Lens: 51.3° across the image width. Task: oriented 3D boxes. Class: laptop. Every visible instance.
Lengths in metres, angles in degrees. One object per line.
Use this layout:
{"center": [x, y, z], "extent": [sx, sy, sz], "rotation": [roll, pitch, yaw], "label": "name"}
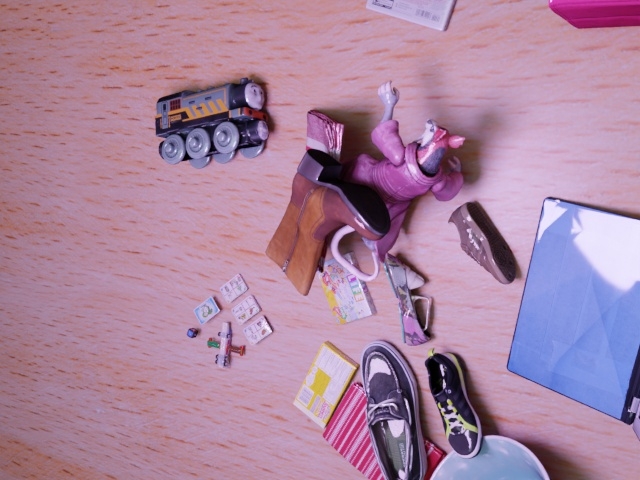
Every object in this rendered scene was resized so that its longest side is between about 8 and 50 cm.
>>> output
{"center": [0.497, 0.160, 1.157], "extent": [0.237, 0.408, 0.381], "rotation": [9, 105, 8], "label": "laptop"}

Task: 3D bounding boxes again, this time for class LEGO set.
{"center": [-0.249, 0.229, 1.800], "extent": [0.244, 0.060, 0.182], "rotation": [-38, 75, 23], "label": "LEGO set"}

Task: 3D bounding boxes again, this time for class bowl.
{"center": [0.372, 0.571, 1.349], "extent": [0.312, 0.163, 0.311], "rotation": [-34, 38, 31], "label": "bowl"}

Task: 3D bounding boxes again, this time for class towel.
{"center": [-0.014, -0.117, 1.494], "extent": [0.237, 0.037, 0.328], "rotation": [-128, 43, -69], "label": "towel"}
{"center": [0.147, 0.490, 1.597], "extent": [0.275, 0.031, 0.198], "rotation": [36, 116, 22], "label": "towel"}

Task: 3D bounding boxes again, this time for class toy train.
{"center": [-0.274, -0.290, 1.658], "extent": [0.334, 0.142, 0.190], "rotation": [-6, 86, 33], "label": "toy train"}

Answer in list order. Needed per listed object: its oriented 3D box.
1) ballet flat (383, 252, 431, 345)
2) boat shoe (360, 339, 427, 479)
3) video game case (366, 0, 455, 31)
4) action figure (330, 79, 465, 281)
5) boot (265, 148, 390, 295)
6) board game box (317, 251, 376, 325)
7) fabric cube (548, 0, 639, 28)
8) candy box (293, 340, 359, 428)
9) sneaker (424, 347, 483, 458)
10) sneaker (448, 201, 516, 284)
{"center": [0.199, 0.125, 1.478], "extent": [0.079, 0.077, 0.221], "rotation": [-14, 97, 15], "label": "ballet flat"}
{"center": [0.161, 0.387, 1.490], "extent": [0.121, 0.119, 0.335], "rotation": [-21, 77, 20], "label": "boat shoe"}
{"center": [0.200, -0.541, 1.373], "extent": [0.190, 0.022, 0.173], "rotation": [27, 113, 26], "label": "video game case"}
{"center": [0.139, -0.123, 1.325], "extent": [0.248, 0.275, 0.370], "rotation": [35, 152, -9], "label": "action figure"}
{"center": [0.000, 0.000, 1.330], "extent": [0.264, 0.096, 0.280], "rotation": [42, 124, 29], "label": "boot"}
{"center": [0.059, 0.115, 1.583], "extent": [0.104, 0.026, 0.154], "rotation": [-23, 87, 33], "label": "board game box"}
{"center": [0.525, -0.475, 1.038], "extent": [0.258, 0.259, 0.254], "rotation": [10, 103, 30], "label": "fabric cube"}
{"center": [0.012, 0.360, 1.659], "extent": [0.105, 0.027, 0.205], "rotation": [34, 116, 20], "label": "candy box"}
{"center": [0.267, 0.345, 1.413], "extent": [0.084, 0.097, 0.234], "rotation": [-33, 58, 35], "label": "sneaker"}
{"center": [0.333, 0.013, 1.380], "extent": [0.071, 0.066, 0.188], "rotation": [-40, 71, 48], "label": "sneaker"}
